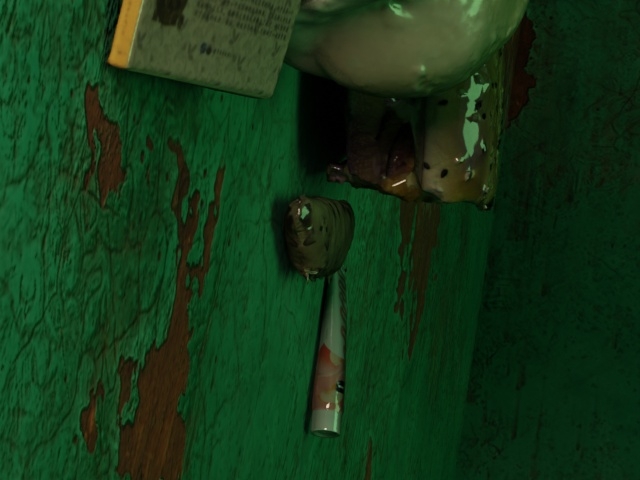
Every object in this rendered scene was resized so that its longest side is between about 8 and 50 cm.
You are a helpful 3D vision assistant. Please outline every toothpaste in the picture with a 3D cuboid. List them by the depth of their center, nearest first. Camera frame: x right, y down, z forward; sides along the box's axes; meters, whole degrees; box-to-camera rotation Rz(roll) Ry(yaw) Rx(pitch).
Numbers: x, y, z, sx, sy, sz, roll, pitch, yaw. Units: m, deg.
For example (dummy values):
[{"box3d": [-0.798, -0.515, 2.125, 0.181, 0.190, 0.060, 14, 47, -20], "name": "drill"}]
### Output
[{"box3d": [0.014, 0.119, 2.093, 0.056, 0.036, 0.205, 62, 31, -66], "name": "toothpaste"}]

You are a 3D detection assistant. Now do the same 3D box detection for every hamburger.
[{"box3d": [0.103, -0.177, 2.016, 0.318, 0.195, 0.276, -59, 152, -77], "name": "hamburger"}]

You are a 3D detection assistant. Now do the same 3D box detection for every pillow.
[{"box3d": [0.000, 0.001, 1.931, 0.241, 0.051, 0.093, 4, 86, -79], "name": "pillow"}]

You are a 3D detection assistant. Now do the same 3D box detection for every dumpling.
[{"box3d": [0.100, -0.242, 1.745, 0.320, 0.270, 0.211, -72, 150, -43], "name": "dumpling"}]

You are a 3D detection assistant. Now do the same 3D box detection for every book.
[{"box3d": [-0.047, -0.302, 1.397, 0.269, 0.032, 0.388, 0, 106, -68], "name": "book"}]
